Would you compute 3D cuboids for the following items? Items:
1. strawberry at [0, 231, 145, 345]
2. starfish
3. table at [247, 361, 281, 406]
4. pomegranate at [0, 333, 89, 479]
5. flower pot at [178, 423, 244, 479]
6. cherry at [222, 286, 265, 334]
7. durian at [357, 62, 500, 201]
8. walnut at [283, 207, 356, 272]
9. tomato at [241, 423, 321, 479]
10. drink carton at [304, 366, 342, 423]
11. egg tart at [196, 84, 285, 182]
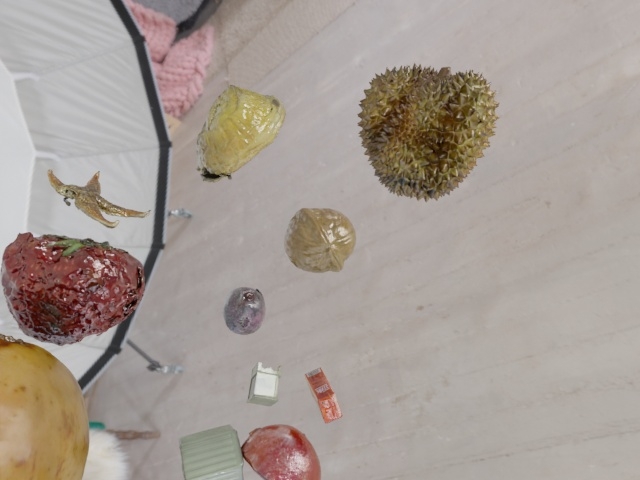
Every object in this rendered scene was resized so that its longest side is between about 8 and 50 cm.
[{"bbox_3d":[-0.490,0.100,0.987,0.274,0.274,0.220,13,88,44],"label":"strawberry"},{"bbox_3d":[-0.459,-0.081,1.034,0.247,0.138,0.050,35,111,26],"label":"starfish"},{"bbox_3d":[-0.135,0.349,1.208,0.079,0.062,0.083,126,154,-55],"label":"table"},{"bbox_3d":[-0.564,0.344,0.759,0.410,0.410,0.410,-18,61,36],"label":"pomegranate"},{"bbox_3d":[-0.364,0.748,1.661,0.209,0.190,0.239,-136,43,-60],"label":"flower pot"},{"bbox_3d":[-0.307,0.279,2.009,0.195,0.195,0.195,-18,61,36],"label":"cherry"},{"bbox_3d":[0.116,-0.128,0.576,0.158,0.137,0.168,54,136,42],"label":"durian"},{"bbox_3d":[0.000,0.000,1.522,0.228,0.228,0.228,-18,61,36],"label":"walnut"},{"bbox_3d":[-0.104,0.724,1.676,0.309,0.309,0.170,22,78,44],"label":"tomato"},{"bbox_3d":[0.009,0.546,1.771,0.071,0.096,0.223,-20,12,-10],"label":"drink carton"},{"bbox_3d":[-0.173,-0.224,0.979,0.232,0.098,0.252,-21,41,32],"label":"egg tart"}]
